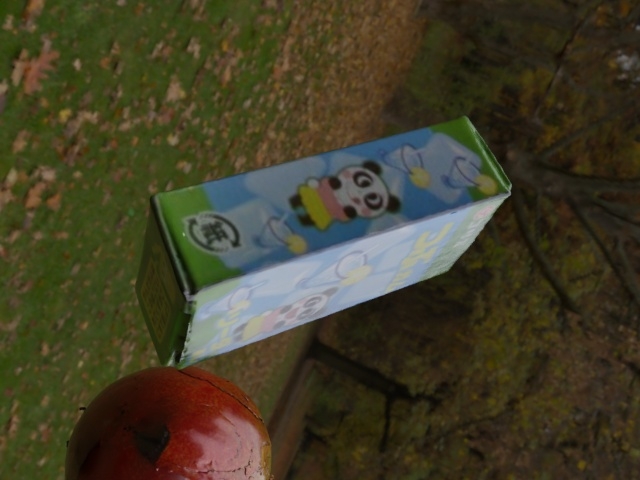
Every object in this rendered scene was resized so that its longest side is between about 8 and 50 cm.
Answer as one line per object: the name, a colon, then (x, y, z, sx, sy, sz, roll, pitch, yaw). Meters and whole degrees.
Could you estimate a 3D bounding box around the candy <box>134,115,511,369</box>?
candy: (0.000, 0.000, 0.466, 0.194, 0.062, 0.097, -17, 156, -25)

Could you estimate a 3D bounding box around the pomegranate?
pomegranate: (-0.140, 0.235, 0.851, 0.210, 0.235, 0.210, -48, -164, 19)
